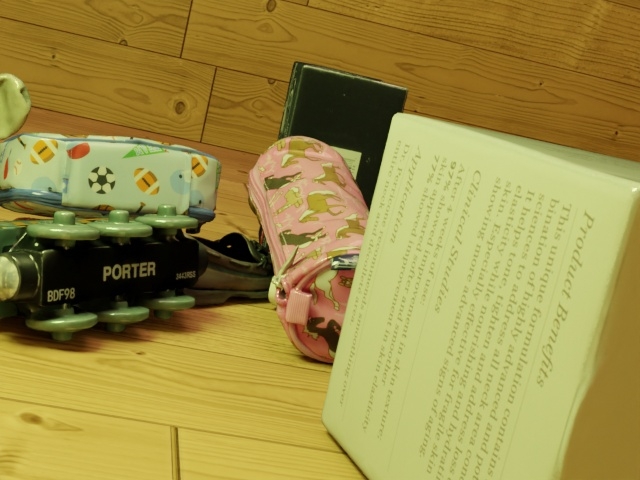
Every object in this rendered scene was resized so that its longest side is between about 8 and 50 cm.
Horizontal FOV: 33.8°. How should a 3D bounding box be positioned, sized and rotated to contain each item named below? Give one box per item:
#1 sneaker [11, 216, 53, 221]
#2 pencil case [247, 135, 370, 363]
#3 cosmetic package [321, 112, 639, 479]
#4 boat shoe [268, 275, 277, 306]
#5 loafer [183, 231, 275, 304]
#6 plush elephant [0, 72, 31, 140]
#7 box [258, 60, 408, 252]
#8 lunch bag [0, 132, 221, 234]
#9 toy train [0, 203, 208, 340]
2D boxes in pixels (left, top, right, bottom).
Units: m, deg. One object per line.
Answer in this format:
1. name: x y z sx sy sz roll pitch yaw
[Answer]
1. sneaker: -0.402 -0.014 1.550 0.119 0.047 0.057 10 -1 -26
2. pencil case: 0.000 0.000 1.406 0.160 0.167 0.386 -28 30 5
3. cosmetic package: 0.240 0.099 0.902 0.327 0.329 0.393 10 11 -22
4. boat shoe: -0.009 0.074 1.527 0.063 0.066 0.184 17 1 27
5. loafer: -0.125 0.030 1.498 0.109 0.095 0.302 18 11 25
6. plush elephant: -0.639 -0.233 1.751 0.272 0.255 0.330 29 -1 -11
7. box: 0.009 -0.125 1.835 0.179 0.343 0.312 12 9 -5
8. lunch bag: -0.297 -0.077 1.485 0.303 0.115 0.243 8 -6 -28
9. toy train: -0.279 0.029 1.226 0.190 0.142 0.334 5 6 30
